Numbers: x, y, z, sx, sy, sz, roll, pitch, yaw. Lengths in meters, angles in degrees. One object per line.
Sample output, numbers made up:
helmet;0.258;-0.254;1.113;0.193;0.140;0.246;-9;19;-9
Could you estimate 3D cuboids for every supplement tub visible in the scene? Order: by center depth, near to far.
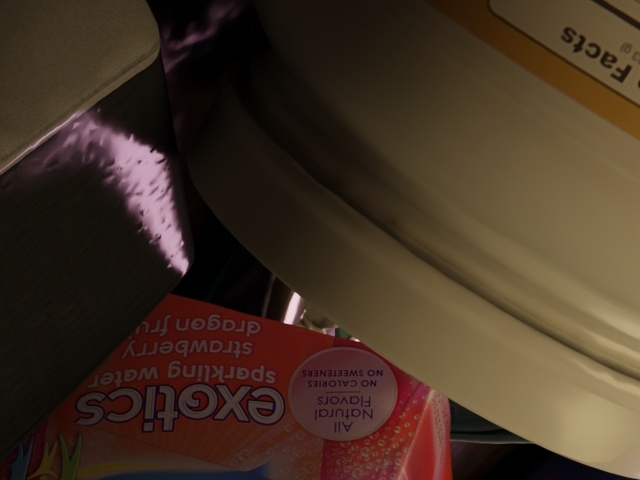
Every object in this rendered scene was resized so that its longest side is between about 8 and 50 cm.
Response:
supplement tub;0.119;-0.109;0.599;0.316;0.228;0.228;-58;157;14

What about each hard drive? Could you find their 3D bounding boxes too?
hard drive;-0.140;0.034;0.577;0.254;0.054;0.172;-41;157;-21

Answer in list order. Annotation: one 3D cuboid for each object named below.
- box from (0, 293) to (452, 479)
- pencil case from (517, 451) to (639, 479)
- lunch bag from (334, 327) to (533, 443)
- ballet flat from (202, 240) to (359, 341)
box;-0.038;0.158;0.762;0.300;0.154;0.142;83;26;-56
pencil case;0.216;0.175;1.397;0.306;0.119;0.133;-34;164;-34
lunch bag;0.140;-0.017;0.901;0.223;0.160;0.262;-26;160;-51
ballet flat;0.000;0.000;0.770;0.074;0.074;0.203;-26;148;-45
